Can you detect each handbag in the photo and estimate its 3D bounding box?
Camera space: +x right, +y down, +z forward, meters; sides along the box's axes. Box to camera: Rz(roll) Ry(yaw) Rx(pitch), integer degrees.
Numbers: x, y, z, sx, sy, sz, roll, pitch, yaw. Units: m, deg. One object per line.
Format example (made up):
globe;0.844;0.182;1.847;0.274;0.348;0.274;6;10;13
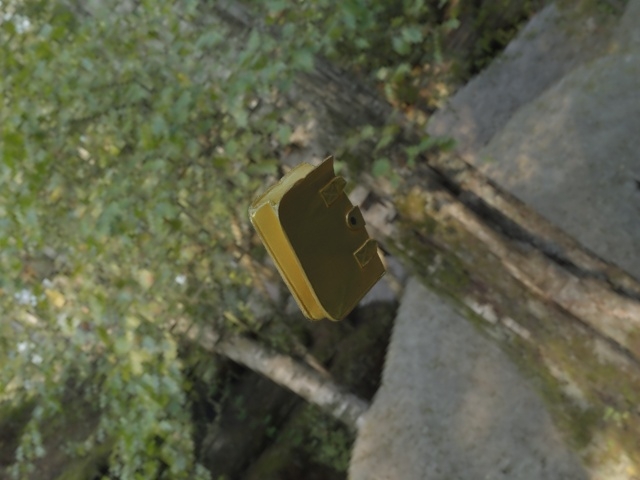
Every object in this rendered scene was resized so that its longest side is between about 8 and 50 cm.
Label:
handbag;0.000;0.000;0.639;0.027;0.083;0.061;-7;29;47
